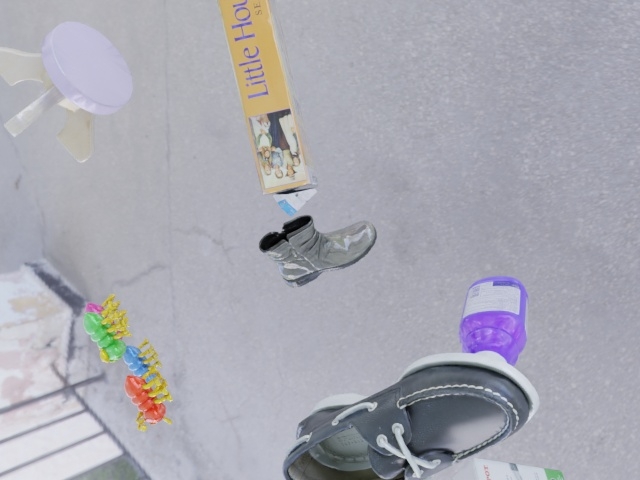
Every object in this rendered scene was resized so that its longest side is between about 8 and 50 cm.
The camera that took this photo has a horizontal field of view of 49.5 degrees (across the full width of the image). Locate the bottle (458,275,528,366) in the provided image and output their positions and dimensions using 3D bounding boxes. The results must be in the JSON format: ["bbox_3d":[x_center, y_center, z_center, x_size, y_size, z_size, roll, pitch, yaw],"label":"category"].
[{"bbox_3d":[0.308,0.160,1.236,0.118,0.283,0.092,-7,111,20],"label":"bottle"}]

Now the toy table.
[{"bbox_3d":[-0.472,-0.284,1.278,0.160,0.274,0.252,-32,100,16],"label":"toy table"}]

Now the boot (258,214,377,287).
[{"bbox_3d":[0.000,0.000,1.503,0.083,0.246,0.161,60,178,40],"label":"boot"}]

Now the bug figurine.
[{"bbox_3d":[-0.321,0.195,1.152,0.216,0.072,0.279,60,168,-13],"label":"bug figurine"}]

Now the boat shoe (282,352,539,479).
[{"bbox_3d":[0.075,0.196,0.678,0.114,0.091,0.302,48,136,-5],"label":"boat shoe"}]

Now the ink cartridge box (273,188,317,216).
[{"bbox_3d":[-0.040,-0.089,1.244,0.083,0.028,0.048,-43,45,7],"label":"ink cartridge box"}]

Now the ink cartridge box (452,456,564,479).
[{"bbox_3d":[0.367,0.506,1.304,0.153,0.208,0.087,-93,24,-45],"label":"ink cartridge box"}]

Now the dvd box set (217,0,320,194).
[{"bbox_3d":[-0.079,-0.267,0.895,0.062,0.307,0.421,-13,93,3],"label":"dvd box set"}]
